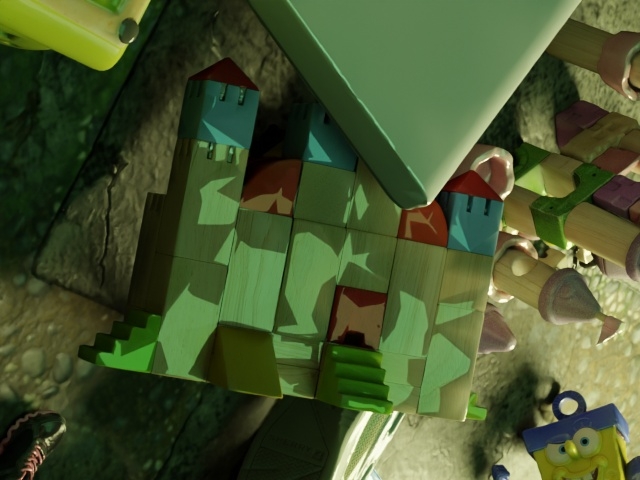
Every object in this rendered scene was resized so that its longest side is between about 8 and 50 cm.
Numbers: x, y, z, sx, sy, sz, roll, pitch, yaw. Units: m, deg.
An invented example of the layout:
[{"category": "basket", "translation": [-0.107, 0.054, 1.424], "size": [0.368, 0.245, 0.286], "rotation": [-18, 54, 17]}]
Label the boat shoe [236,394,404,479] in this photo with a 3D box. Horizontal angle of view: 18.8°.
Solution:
[{"category": "boat shoe", "translation": [0.029, 0.146, 1.806], "size": [0.320, 0.118, 0.103], "rotation": [-64, 152, -17]}]

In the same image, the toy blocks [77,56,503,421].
[{"category": "toy blocks", "translation": [0.000, 0.000, 1.633], "size": [0.381, 0.190, 0.261], "rotation": [11, 89, -24]}]

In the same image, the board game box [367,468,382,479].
[{"category": "board game box", "translation": [-0.002, 0.285, 1.907], "size": [0.160, 0.039, 0.211], "rotation": [-47, 136, -16]}]

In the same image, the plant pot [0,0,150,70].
[{"category": "plant pot", "translation": [-0.212, -0.252, 1.320], "size": [0.228, 0.207, 0.227], "rotation": [26, 91, -48]}]

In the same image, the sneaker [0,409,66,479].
[{"category": "sneaker", "translation": [-0.252, 0.191, 1.611], "size": [0.119, 0.057, 0.047], "rotation": [-41, 131, -23]}]

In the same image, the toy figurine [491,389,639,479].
[{"category": "toy figurine", "translation": [0.272, 0.277, 2.107], "size": [0.362, 0.217, 0.191], "rotation": [-20, 156, 17]}]

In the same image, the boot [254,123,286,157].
[{"category": "boot", "translation": [-0.009, -0.085, 1.717], "size": [0.099, 0.045, 0.121], "rotation": [9, 102, -39]}]

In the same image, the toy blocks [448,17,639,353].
[{"category": "toy blocks", "translation": [0.267, -0.011, 1.856], "size": [0.288, 0.260, 0.309], "rotation": [-36, 131, -26]}]

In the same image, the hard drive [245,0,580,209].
[{"category": "hard drive", "translation": [0.102, -0.227, 1.615], "size": [0.233, 0.047, 0.353], "rotation": [53, 54, -21]}]
